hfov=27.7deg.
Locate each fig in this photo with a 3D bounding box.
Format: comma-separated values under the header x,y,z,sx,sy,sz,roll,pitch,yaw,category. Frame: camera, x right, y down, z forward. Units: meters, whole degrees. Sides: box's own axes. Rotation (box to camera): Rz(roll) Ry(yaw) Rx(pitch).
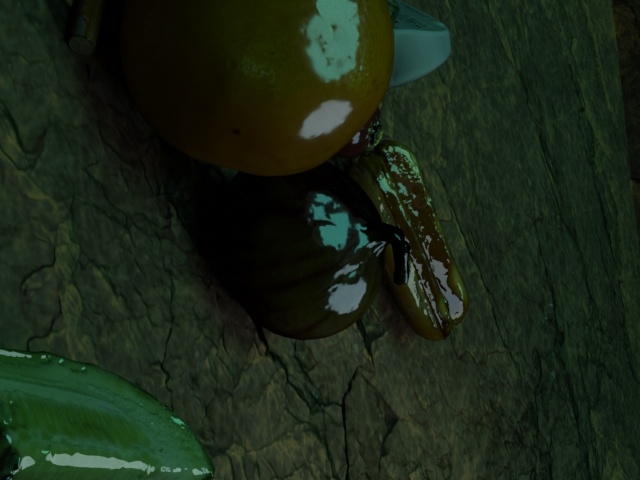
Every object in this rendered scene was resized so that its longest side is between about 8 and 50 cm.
x,y,z,sx,sy,sz,roll,pitch,yaw,category
-0.016,-0.001,1.574,0.235,0.214,0.235,28,41,-28,fig

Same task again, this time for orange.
x,y,z,sx,sy,sz,roll,pitch,yaw,category
-0.067,-0.223,1.438,0.312,0.312,0.312,35,49,-54,orange

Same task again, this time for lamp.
x,y,z,sx,sy,sz,roll,pitch,yaw,category
0.045,-0.167,1.879,0.101,0.090,0.101,22,90,-78,lamp

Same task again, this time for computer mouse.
x,y,z,sx,sy,sz,roll,pitch,yaw,category
0.070,-0.284,1.889,0.297,0.184,0.121,-21,134,-63,computer mouse

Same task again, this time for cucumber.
x,y,z,sx,sy,sz,roll,pitch,yaw,category
-0.227,0.190,1.185,0.325,0.105,0.145,22,34,-59,cucumber

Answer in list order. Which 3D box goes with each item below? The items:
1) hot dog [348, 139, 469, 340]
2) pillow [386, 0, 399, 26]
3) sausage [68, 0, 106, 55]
x,y,z,sx,sy,sz,roll,pitch,yaw,category
0.130,0.013,1.963,0.135,0.100,0.337,-49,122,-48,hot dog
-0.004,-0.319,1.741,0.033,0.217,0.130,102,4,-45,pillow
-0.248,-0.250,1.397,0.031,0.031,0.107,45,42,-48,sausage
